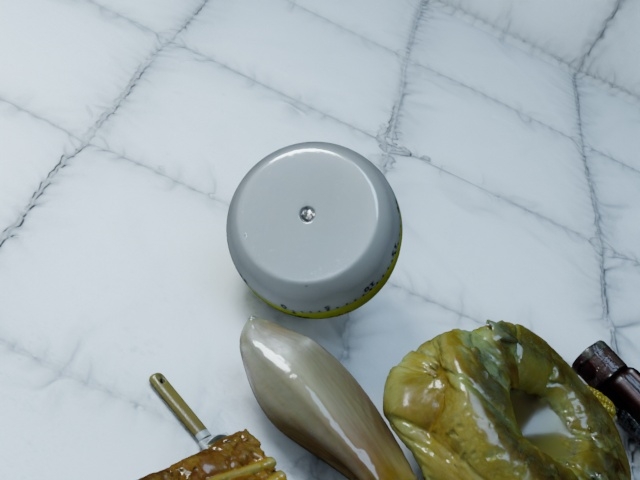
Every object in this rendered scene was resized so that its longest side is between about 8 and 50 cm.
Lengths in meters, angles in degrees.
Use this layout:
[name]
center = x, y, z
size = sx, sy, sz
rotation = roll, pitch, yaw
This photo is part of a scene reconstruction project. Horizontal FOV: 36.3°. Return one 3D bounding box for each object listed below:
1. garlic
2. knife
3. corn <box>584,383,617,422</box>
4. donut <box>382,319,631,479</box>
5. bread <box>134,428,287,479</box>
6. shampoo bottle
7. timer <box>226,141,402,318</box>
[garlic]
center = 0.009, 0.228, 1.272
size = 0.318, 0.112, 0.143
rotation = 40, 13, 26
[knife]
center = -0.128, 0.253, 1.219
size = 0.256, 0.022, 0.046
rotation = 45, 32, 24
[corn]
center = 0.380, 0.246, 1.565
size = 0.207, 0.068, 0.068
rotation = 24, 32, -2
[donut]
center = 0.255, 0.266, 1.323
size = 0.360, 0.170, 0.360
rotation = 29, 36, -23
[bread]
center = -0.135, 0.328, 1.028
size = 0.185, 0.114, 0.274
rotation = 44, 37, 24
[shampoo bottle]
center = 0.543, 0.299, 1.573
size = 0.323, 0.084, 0.129
rotation = 50, -5, 32
[timer]
center = 0.000, 0.000, 1.499
size = 0.285, 0.285, 0.285
rotation = 19, 33, -13
